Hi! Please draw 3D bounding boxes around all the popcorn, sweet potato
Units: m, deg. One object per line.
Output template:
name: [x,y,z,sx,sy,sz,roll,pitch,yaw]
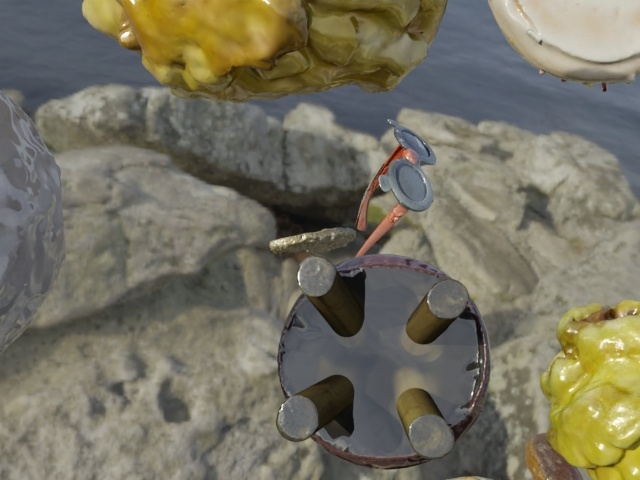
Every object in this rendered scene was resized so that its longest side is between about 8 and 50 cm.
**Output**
popcorn: [-0.062,-0.305,0.832,0.390,0.354,0.344,-2,-3,2]
popcorn: [0.326,0.156,0.863,0.200,0.203,0.226,23,11,29]
sweet potato: [0.516,0.530,1.825,0.097,0.097,0.251,-2,50,-27]

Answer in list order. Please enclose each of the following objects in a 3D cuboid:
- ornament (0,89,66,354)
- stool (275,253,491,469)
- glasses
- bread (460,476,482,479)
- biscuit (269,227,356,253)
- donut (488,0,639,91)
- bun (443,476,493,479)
ornament: [-0.402,-0.019,0.821,0.337,0.337,0.337,10,25,-5]
stool: [0.068,0.140,1.020,0.272,0.272,0.178,17,-6,12]
glasses: [0.100,-0.070,1.602,0.118,0.268,0.234,29,37,-16]
bread: [0.237,0.404,1.041,0.121,0.174,0.245,-44,28,-8]
biscuit: [0.004,-0.001,1.862,0.133,0.032,0.250,-16,-9,27]
donut: [0.468,-0.437,1.458,0.383,0.382,0.142,16,-6,9]
bun: [0.262,0.637,1.660,0.326,0.234,0.362,7,58,25]
